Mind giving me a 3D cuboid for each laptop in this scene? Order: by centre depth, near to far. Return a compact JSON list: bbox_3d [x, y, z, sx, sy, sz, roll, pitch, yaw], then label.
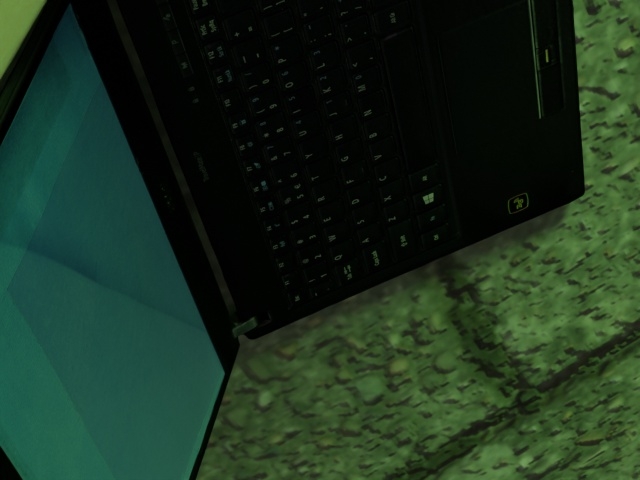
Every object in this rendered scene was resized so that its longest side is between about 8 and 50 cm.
[{"bbox_3d":[0.000,0.000,0.543,0.264,0.136,0.234,-23,142,-6],"label":"laptop"}]

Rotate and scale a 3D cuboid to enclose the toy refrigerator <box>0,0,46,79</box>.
[{"bbox_3d":[-0.106,-0.141,0.435,0.102,0.094,0.269,24,113,-26],"label":"toy refrigerator"}]
